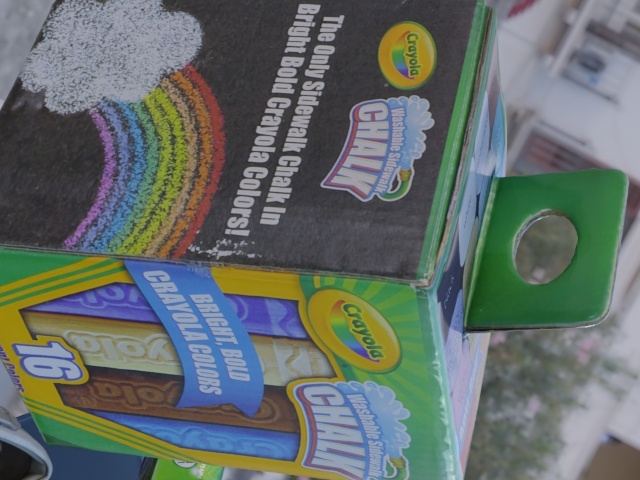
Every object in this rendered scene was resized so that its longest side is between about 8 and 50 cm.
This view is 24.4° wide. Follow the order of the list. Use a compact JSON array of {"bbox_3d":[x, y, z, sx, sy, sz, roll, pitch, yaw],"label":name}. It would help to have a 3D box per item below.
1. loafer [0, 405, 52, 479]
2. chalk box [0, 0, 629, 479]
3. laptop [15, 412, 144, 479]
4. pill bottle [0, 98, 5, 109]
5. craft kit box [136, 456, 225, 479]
[{"bbox_3d":[-0.307,0.147,0.951,0.319,0.111,0.112,-4,103,-57],"label":"loafer"},{"bbox_3d":[0.000,0.000,0.726,0.179,0.289,0.180,79,22,-51],"label":"chalk box"},{"bbox_3d":[-0.361,0.392,1.552,0.408,0.236,0.382,-45,165,30],"label":"laptop"},{"bbox_3d":[-0.280,-0.048,1.660,0.160,0.283,0.160,-47,-151,37],"label":"pill bottle"},{"bbox_3d":[-0.095,0.118,1.207,0.250,0.061,0.246,120,-16,-63],"label":"craft kit box"}]
